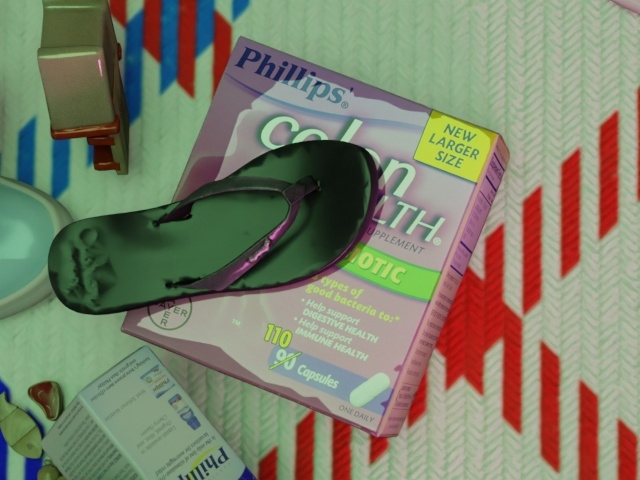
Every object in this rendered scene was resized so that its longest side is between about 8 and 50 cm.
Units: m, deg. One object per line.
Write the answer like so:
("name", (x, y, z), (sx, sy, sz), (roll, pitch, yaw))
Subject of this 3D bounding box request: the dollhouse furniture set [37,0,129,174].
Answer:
("dollhouse furniture set", (-0.284, -0.109, 1.489), (0.259, 0.135, 0.262), (-4, 47, 0))

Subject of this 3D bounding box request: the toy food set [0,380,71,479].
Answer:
("toy food set", (-0.204, 0.162, 1.535), (0.078, 0.019, 0.122), (-32, 78, 5))

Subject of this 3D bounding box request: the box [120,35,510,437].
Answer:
("box", (0.000, 0.000, 1.466), (0.213, 0.117, 0.243), (22, 88, 11))

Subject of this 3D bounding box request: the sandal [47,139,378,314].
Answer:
("sandal", (-0.077, -0.002, 1.392), (0.254, 0.054, 0.097), (-20, 82, 8))

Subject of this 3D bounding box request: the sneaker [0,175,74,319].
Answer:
("sneaker", (-0.382, 0.001, 1.514), (0.366, 0.150, 0.135), (0, 85, 10))

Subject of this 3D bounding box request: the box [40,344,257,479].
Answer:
("box", (-0.132, 0.168, 1.457), (0.072, 0.126, 0.137), (-36, 84, -31))

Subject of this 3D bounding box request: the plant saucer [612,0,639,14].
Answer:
("plant saucer", (0.326, -0.359, 1.457), (0.400, 0.100, 0.400), (-1, 85, 9))
